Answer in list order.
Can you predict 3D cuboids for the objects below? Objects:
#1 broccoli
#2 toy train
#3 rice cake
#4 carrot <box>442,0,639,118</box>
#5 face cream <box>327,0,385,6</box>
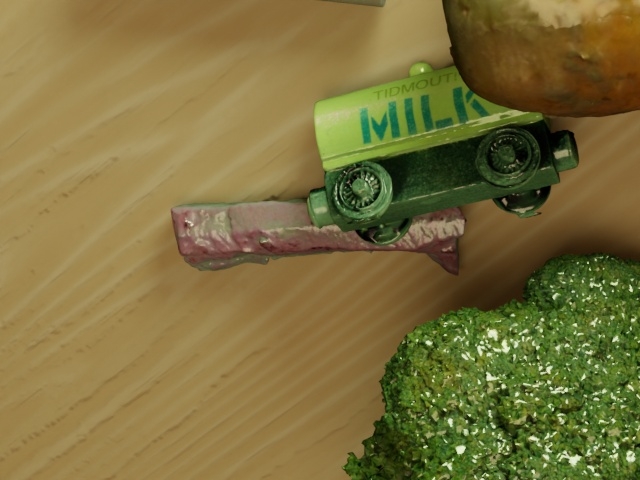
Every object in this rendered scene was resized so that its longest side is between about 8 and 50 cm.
[{"bbox_3d":[0.213,0.207,1.642,0.321,0.310,0.413,32,86,21],"label":"broccoli"},{"bbox_3d":[0.103,-0.091,1.646,0.253,0.105,0.157,-14,69,14],"label":"toy train"},{"bbox_3d":[-0.002,-0.003,1.732,0.290,0.051,0.081,1,110,10],"label":"rice cake"},{"bbox_3d":[0.274,-0.220,1.502,0.341,0.224,0.224,-6,111,9],"label":"carrot"},{"bbox_3d":[-0.062,-0.262,1.622,0.250,0.077,0.077,7,113,6],"label":"face cream"}]
